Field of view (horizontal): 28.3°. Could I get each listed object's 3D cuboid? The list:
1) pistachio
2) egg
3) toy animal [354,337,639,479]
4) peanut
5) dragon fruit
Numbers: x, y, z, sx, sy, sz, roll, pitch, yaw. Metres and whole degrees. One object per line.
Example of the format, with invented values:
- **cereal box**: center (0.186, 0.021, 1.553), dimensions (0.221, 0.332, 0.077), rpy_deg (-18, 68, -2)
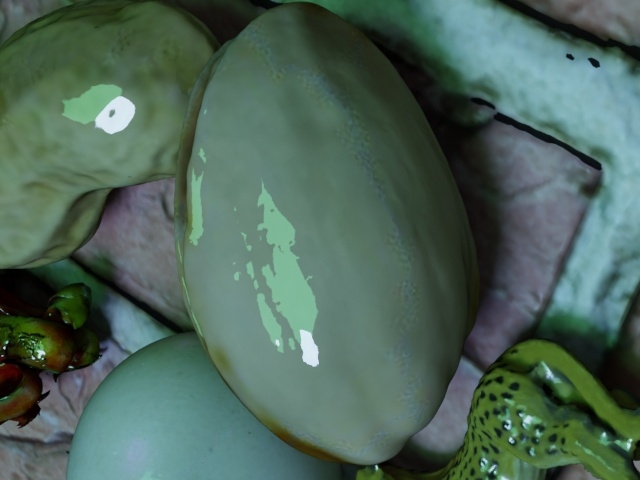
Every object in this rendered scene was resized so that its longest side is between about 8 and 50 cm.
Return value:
- **pistachio**: center (0.000, 0.000, 0.598), dimensions (0.144, 0.144, 0.215), rpy_deg (-17, 92, 39)
- **egg**: center (-0.062, 0.150, 0.694), dimensions (0.151, 0.151, 0.209), rpy_deg (14, 115, 32)
- **toy animal**: center (0.093, 0.107, 0.618), dimensions (0.136, 0.073, 0.181), rpy_deg (39, 130, 27)
- **peanut**: center (-0.153, -0.052, 0.708), dimensions (0.274, 0.111, 0.125), rpy_deg (-20, 99, 40)
- **dragon fruit**: center (-0.207, 0.073, 0.804), dimensions (0.175, 0.142, 0.138), rpy_deg (-13, 141, 20)
